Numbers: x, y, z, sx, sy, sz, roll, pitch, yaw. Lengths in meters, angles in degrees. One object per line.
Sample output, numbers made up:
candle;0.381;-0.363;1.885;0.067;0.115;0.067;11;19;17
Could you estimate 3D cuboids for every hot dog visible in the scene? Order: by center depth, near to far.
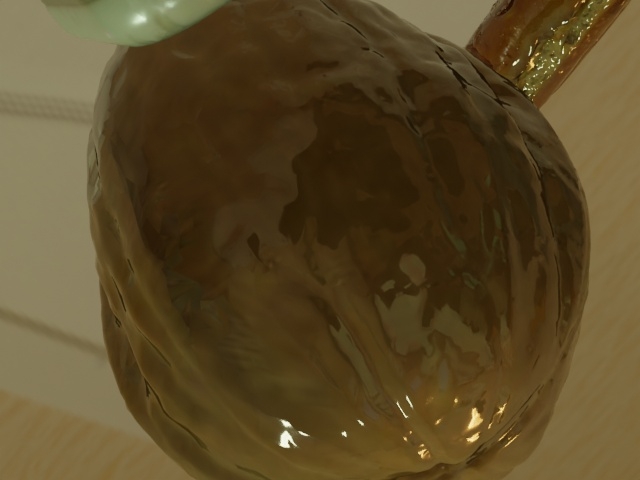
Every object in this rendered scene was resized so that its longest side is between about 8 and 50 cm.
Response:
hot dog;0.134;-0.123;0.940;0.072;0.269;0.115;36;-145;-2

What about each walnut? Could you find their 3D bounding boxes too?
walnut;0.000;0.000;0.636;0.225;0.225;0.261;20;-150;-46

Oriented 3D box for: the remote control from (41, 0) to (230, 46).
remote control;0.061;-0.166;0.397;0.065;0.335;0.128;57;170;-20
